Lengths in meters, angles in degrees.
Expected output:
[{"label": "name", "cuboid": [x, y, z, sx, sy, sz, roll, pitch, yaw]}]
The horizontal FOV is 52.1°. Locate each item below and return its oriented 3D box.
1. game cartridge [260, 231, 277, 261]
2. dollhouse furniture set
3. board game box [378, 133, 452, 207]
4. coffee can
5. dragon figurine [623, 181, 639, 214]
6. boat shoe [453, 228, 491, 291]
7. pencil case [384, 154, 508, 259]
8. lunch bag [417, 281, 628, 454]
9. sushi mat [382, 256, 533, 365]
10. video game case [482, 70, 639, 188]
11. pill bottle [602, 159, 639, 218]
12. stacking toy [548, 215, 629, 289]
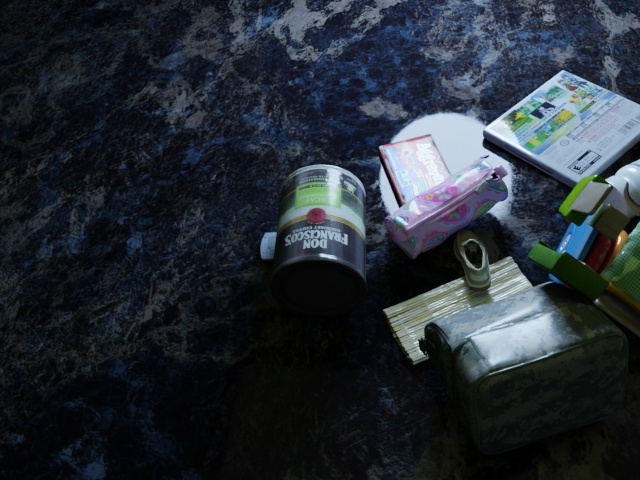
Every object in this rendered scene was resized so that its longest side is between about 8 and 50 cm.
[{"label": "game cartridge", "cuboid": [-0.115, 0.016, 1.566, 0.056, 0.017, 0.083, 0, 50, 6]}, {"label": "dollhouse furniture set", "cuboid": [0.563, 0.044, 1.172, 0.301, 0.151, 0.197, 34, 96, -5]}, {"label": "board game box", "cuboid": [0.251, -0.155, 1.638, 0.145, 0.027, 0.281, -14, 49, -3]}, {"label": "coffee can", "cuboid": [0.000, 0.000, 1.436, 0.202, 0.201, 0.275, -4, 49, 7]}, {"label": "dragon figurine", "cuboid": [0.763, -0.038, 1.367, 0.144, 0.085, 0.289, -41, 77, -14]}, {"label": "boat shoe", "cuboid": [0.331, 0.024, 1.422, 0.068, 0.072, 0.190, -13, 36, 4]}, {"label": "pencil case", "cuboid": [0.287, -0.075, 1.479, 0.284, 0.124, 0.124, -31, 51, -5]}, {"label": "lunch bag", "cuboid": [0.361, 0.205, 1.191, 0.305, 0.212, 0.256, -17, 32, -8]}, {"label": "sushi mat", "cuboid": [0.299, 0.143, 1.379, 0.317, 0.019, 0.151, -22, 51, -9]}, {"label": "video game case", "cuboid": [0.640, -0.291, 1.678, 0.329, 0.036, 0.300, -36, 53, -19]}, {"label": "pill bottle", "cuboid": [0.738, -0.127, 1.461, 0.221, 0.121, 0.121, -24, 50, -10]}, {"label": "stacking toy", "cuboid": [0.633, 0.065, 1.316, 0.302, 0.175, 0.165, 24, 100, 8]}]
